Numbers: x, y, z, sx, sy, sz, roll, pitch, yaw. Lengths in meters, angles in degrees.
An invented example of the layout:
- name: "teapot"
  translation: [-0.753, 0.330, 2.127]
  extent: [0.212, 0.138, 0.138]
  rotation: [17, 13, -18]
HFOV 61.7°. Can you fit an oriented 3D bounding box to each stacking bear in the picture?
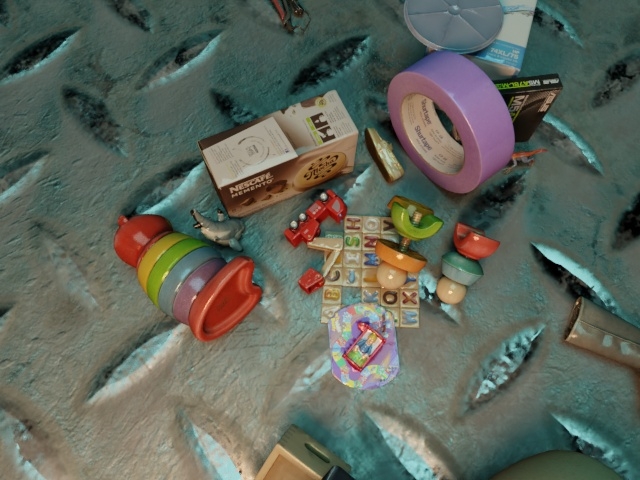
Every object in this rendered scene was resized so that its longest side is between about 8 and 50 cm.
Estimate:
- name: "stacking bear"
  translation: [-0.279, 0.049, 1.036]
  extent: [0.289, 0.175, 0.164]
  rotation: [34, 65, 21]

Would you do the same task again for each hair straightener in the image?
- name: "hair straightener"
  translation: [-0.084, -0.615, 1.340]
  extent: [0.089, 0.047, 0.230]
  rotation: [-24, 72, -9]

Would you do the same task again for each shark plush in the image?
- name: "shark plush"
  translation: [-0.211, -0.033, 1.069]
  extent: [0.073, 0.161, 0.067]
  rotation: [13, 80, 40]

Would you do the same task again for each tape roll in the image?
- name: "tape roll"
  translation: [0.255, -0.234, 1.080]
  extent: [0.090, 0.275, 0.275]
  rotation: [-35, 74, -12]

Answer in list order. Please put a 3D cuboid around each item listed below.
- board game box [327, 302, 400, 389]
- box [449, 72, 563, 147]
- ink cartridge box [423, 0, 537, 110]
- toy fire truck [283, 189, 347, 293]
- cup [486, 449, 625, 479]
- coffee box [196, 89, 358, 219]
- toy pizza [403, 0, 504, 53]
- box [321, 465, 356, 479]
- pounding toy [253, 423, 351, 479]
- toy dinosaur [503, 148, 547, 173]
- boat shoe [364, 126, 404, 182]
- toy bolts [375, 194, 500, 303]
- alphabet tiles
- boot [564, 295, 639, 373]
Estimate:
- name: "board game box"
  translation: [0.084, 0.201, 1.036]
  extent: [0.133, 0.033, 0.169]
  rotation: [-4, 73, -2]
- name: "box"
  translation: [0.386, -0.270, 1.142]
  extent: [0.184, 0.191, 0.045]
  rotation: [-5, 67, -4]
- name: "ink cartridge box"
  translation: [0.347, -0.450, 1.205]
  extent: [0.197, 0.198, 0.270]
  rotation: [17, 71, 6]
- name: "toy fire truck"
  translation: [0.000, 0.000, 1.101]
  extent: [0.192, 0.047, 0.135]
  rotation: [-43, 70, -11]
- name: "cup"
  translation: [0.371, 0.471, 0.825]
  extent: [0.331, 0.331, 0.237]
  rotation: [41, 48, 13]
- name: "coffee box"
  translation: [-0.083, -0.172, 1.109]
  extent: [0.297, 0.168, 0.119]
  rotation: [-23, 71, -10]
- name: "toy pizza"
  translation: [0.267, -0.454, 1.083]
  extent: [0.201, 0.032, 0.201]
  rotation: [0, 70, 0]
- name: "box"
  translation: [0.069, 0.582, 0.736]
  extent: [0.395, 0.212, 0.293]
  rotation: [36, 106, 11]
- name: "pounding toy"
  translation: [-0.035, 0.458, 0.916]
  extent: [0.181, 0.094, 0.206]
  rotation: [33, 103, 11]
- name: "toy dinosaur"
  translation: [0.433, -0.192, 1.181]
  extent: [0.082, 0.090, 0.047]
  rotation: [12, 48, -30]
- name: "boat shoe"
  translation: [0.141, -0.193, 1.187]
  extent: [0.045, 0.050, 0.135]
  rotation: [-23, 81, -13]
- name: "toy bolts"
  translation: [0.212, 0.025, 1.072]
  extent: [0.228, 0.218, 0.158]
  rotation: [20, 103, -6]
- name: "alphabet tiles"
  translation: [0.105, 0.059, 1.110]
  extent: [0.198, 0.009, 0.237]
  rotation: [3, 70, 0]
- name: "boot"
  translation: [0.572, 0.224, 1.020]
  extent: [0.208, 0.076, 0.190]
  rotation: [26, 57, 1]
